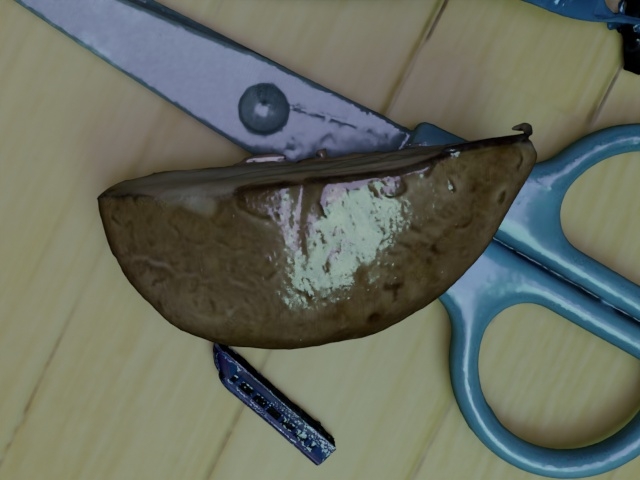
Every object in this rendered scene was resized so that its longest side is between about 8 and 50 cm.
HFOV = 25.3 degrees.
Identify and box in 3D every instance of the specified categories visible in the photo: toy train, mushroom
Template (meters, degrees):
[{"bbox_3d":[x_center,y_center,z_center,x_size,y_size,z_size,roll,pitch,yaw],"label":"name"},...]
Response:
[{"bbox_3d":[-0.027,0.083,0.731,0.083,0.017,0.017,42,99,-11],"label":"toy train"},{"bbox_3d":[0.001,0.001,0.667,0.209,0.072,0.094,-5,109,-1],"label":"mushroom"}]

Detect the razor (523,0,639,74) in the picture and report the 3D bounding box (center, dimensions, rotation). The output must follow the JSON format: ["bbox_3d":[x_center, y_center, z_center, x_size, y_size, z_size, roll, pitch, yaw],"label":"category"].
[{"bbox_3d":[0.053,-0.133,0.695,0.253,0.042,0.082,5,96,-8],"label":"razor"}]

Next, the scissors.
[{"bbox_3d":[0.007,-0.046,0.710,0.447,0.029,0.193,29,93,-8],"label":"scissors"}]
